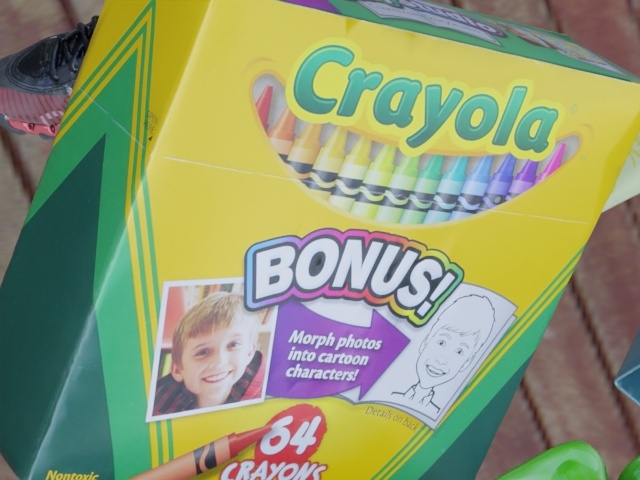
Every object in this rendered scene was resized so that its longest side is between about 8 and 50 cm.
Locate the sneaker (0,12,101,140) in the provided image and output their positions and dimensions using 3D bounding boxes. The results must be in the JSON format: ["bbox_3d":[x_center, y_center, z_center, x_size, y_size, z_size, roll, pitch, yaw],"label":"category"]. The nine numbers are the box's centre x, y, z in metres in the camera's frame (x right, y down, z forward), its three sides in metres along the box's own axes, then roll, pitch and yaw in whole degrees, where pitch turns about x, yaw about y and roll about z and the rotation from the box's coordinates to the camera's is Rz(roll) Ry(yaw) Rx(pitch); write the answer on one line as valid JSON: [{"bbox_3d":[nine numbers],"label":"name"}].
[{"bbox_3d":[-0.165,-0.160,1.646,0.276,0.135,0.098,-7,55,9],"label":"sneaker"}]

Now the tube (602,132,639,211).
[{"bbox_3d":[0.293,-0.089,1.617,0.062,0.240,0.070,54,31,-23],"label":"tube"}]

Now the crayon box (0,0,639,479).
[{"bbox_3d":[0.000,0.000,1.208,0.363,0.106,0.313,7,115,-40],"label":"crayon box"}]

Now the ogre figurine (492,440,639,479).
[{"bbox_3d":[0.126,0.118,0.651,0.197,0.118,0.097,22,104,-43],"label":"ogre figurine"}]

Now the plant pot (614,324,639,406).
[{"bbox_3d":[0.416,0.069,1.840,0.165,0.165,0.234,39,46,-12],"label":"plant pot"}]
